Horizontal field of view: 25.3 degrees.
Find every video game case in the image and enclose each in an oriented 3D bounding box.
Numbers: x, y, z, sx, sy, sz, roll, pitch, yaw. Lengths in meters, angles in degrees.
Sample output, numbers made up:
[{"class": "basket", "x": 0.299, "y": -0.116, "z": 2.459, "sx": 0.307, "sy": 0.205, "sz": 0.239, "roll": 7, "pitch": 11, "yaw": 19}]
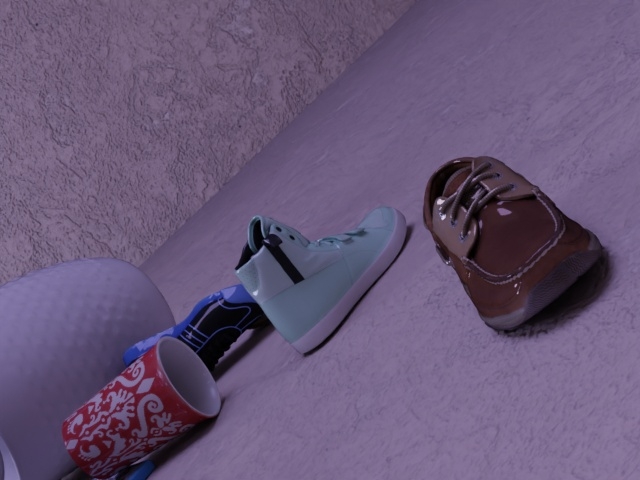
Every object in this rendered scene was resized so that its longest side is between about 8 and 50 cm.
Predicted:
[{"class": "video game case", "x": -0.277, "y": 0.325, "z": 1.750, "sx": 0.119, "sy": 0.015, "sz": 0.166, "roll": -48, "pitch": 12, "yaw": -33}]

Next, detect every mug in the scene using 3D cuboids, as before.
[{"class": "mug", "x": -0.210, "y": 0.217, "z": 1.735, "sx": 0.169, "sy": 0.150, "sz": 0.113, "roll": -36, "pitch": 44, "yaw": 17}, {"class": "mug", "x": -0.385, "y": 0.206, "z": 2.050, "sx": 0.328, "sy": 0.276, "sz": 0.374, "roll": -35, "pitch": -25, "yaw": -33}]

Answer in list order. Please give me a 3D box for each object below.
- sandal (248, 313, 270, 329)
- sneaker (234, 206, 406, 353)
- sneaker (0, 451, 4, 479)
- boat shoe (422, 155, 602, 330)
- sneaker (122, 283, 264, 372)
[{"class": "sandal", "x": -0.046, "y": 0.059, "z": 1.898, "sx": 0.180, "sy": 0.049, "sz": 0.072, "roll": -35, "pitch": 13, "yaw": 35}, {"class": "sneaker", "x": 0.000, "y": 0.000, "z": 1.687, "sx": 0.094, "sy": 0.151, "sz": 0.256, "roll": -34, "pitch": 12, "yaw": 45}, {"class": "sneaker", "x": -0.461, "y": 0.344, "z": 1.769, "sx": 0.147, "sy": 0.105, "sz": 0.295, "roll": -43, "pitch": 54, "yaw": 24}, {"class": "boat shoe", "x": 0.150, "y": -0.009, "z": 1.263, "sx": 0.123, "sy": 0.116, "sz": 0.324, "roll": -42, "pitch": 10, "yaw": -1}, {"class": "sneaker", "x": -0.158, "y": 0.146, "z": 1.879, "sx": 0.232, "sy": 0.081, "sz": 0.090, "roll": -33, "pitch": 55, "yaw": 21}]
